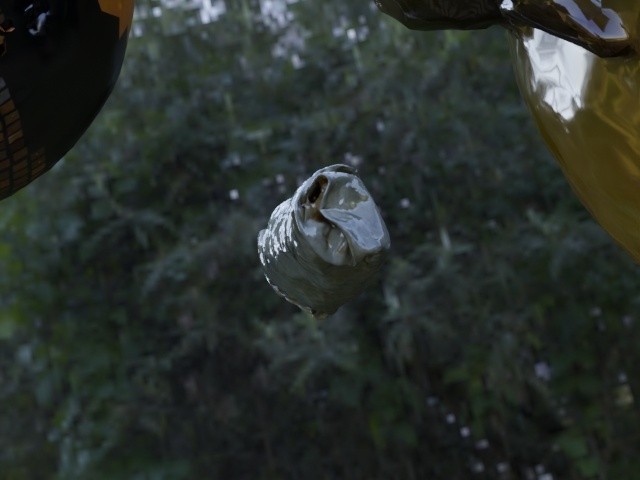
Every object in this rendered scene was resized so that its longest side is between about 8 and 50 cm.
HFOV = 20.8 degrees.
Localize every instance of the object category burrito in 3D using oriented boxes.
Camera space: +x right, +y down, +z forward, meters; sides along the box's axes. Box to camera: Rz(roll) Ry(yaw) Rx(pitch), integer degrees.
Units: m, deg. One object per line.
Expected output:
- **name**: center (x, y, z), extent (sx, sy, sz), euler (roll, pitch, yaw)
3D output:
- **burrito**: center (0.000, 0.000, 1.071), extent (0.059, 0.082, 0.275), euler (-37, -3, -9)

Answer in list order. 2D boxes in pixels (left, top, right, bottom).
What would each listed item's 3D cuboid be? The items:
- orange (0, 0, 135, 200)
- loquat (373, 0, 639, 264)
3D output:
- **orange**: center (-0.166, -0.118, 0.642), extent (0.182, 0.234, 0.234), euler (-25, -25, 4)
- **loquat**: center (0.193, -0.115, 0.664), extent (0.359, 0.328, 0.328), euler (-6, -24, -2)
